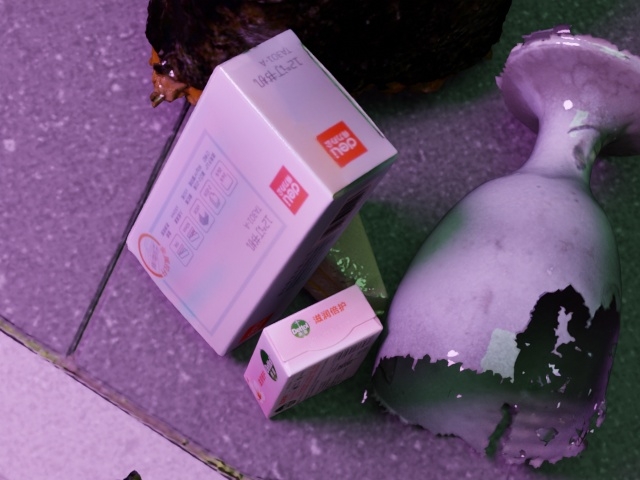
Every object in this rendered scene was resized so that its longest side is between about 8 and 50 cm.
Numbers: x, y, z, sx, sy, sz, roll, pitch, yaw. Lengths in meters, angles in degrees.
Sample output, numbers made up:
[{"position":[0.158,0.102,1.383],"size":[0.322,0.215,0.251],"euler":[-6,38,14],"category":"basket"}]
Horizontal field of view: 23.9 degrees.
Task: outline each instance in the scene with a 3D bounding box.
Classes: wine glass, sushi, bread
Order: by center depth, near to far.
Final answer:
[{"position":[0.173,0.010,1.247],"size":[0.190,0.190,0.357],"euler":[23,63,-2],"category":"wine glass"},{"position":[-0.017,0.009,1.255],"size":[0.105,0.077,0.152],"euler":[-8,59,-18],"category":"bread"},{"position":[0.010,-0.240,1.309],"size":[0.348,0.207,0.234],"euler":[-8,51,-25],"category":"sushi"}]

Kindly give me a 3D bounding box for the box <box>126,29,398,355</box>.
[{"position":[-0.055,-0.030,1.172],"size":[0.079,0.269,0.135],"euler":[-33,77,-36],"category":"box"}]

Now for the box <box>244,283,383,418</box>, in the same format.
[{"position":[-0.007,0.090,1.209],"size":[0.089,0.125,0.043],"euler":[-25,74,-20],"category":"box"}]

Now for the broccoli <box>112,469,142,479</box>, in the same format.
[{"position":[-0.091,0.281,1.096],"size":[0.243,0.247,0.263],"euler":[28,106,-32],"category":"broccoli"}]
